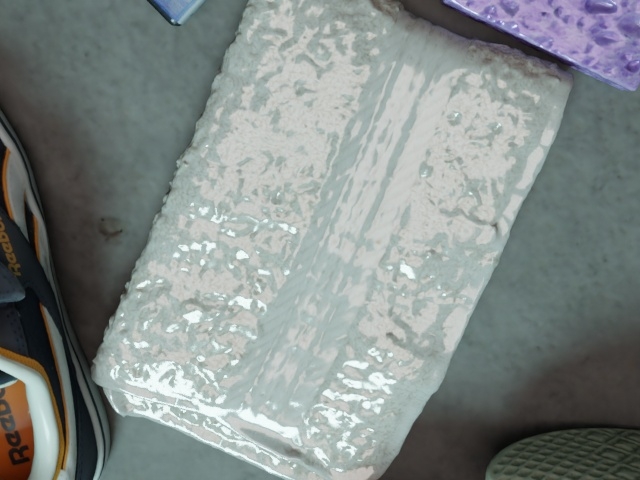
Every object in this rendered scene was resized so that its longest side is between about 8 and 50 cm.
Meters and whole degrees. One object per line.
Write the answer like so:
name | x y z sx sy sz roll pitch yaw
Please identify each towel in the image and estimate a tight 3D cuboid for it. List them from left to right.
towel | 0.000 0.000 0.588 0.187 0.049 0.282 23 101 -3

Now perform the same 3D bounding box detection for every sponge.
sponge | 0.160 -0.198 0.550 0.117 0.031 0.210 24 101 -3

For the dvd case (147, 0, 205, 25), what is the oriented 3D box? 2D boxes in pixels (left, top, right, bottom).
dvd case | -0.054 -0.267 0.551 0.253 0.022 0.180 -44 96 10

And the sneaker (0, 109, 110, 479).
sneaker | -0.212 0.021 0.564 0.126 0.127 0.321 -23 98 8

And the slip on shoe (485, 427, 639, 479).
slip on shoe | 0.250 0.184 0.584 0.331 0.123 0.101 13 105 -5
